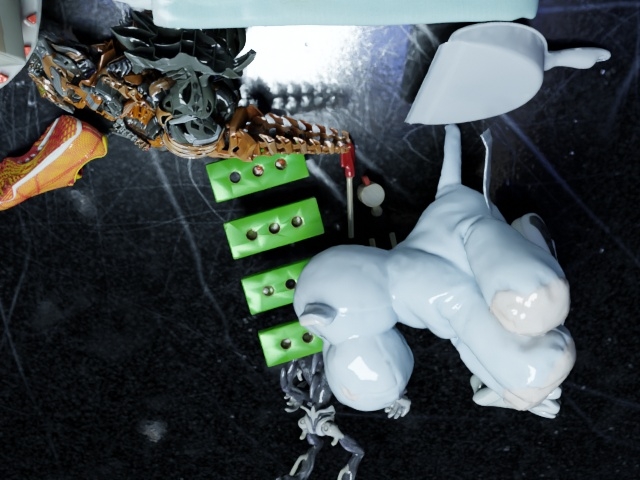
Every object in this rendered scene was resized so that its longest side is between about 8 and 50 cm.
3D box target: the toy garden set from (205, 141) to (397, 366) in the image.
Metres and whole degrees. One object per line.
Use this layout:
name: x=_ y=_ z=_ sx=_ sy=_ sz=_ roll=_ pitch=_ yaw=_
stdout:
toy garden set: x=0.000 y=0.000 z=0.872 sx=0.203 sy=0.049 sz=0.245 roll=-16 pitch=103 yaw=-4

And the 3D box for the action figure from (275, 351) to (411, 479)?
action figure: x=0.019 y=0.209 z=0.965 sx=0.164 sy=0.141 sz=0.276 roll=6 pitch=83 yaw=29

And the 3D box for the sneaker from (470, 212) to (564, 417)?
sneaker: x=0.237 y=0.103 z=0.923 sx=0.118 sy=0.110 sz=0.292 roll=-1 pitch=121 yaw=12

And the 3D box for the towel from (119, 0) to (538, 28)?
towel: x=0.017 y=-0.337 z=0.594 sx=0.374 sy=0.090 sz=0.321 roll=-4 pitch=112 yaw=-14

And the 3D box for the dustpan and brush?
dustpan and brush: x=0.202 y=-0.175 z=0.765 sx=0.211 sy=0.060 sz=0.147 roll=1 pitch=157 yaw=-8

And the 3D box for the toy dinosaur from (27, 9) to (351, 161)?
toy dinosaur: x=-0.131 y=-0.161 z=0.760 sx=0.321 sy=0.165 sz=0.218 roll=1 pitch=147 yaw=-15

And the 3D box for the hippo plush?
hippo plush: x=0.096 y=0.063 z=0.752 sx=0.236 sy=0.234 sz=0.294 roll=-18 pitch=104 yaw=-4

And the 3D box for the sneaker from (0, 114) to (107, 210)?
sneaker: x=-0.311 y=-0.074 z=0.843 sx=0.175 sy=0.064 sz=0.067 roll=-24 pitch=146 yaw=26

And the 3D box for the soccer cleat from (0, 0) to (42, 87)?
soccer cleat: x=-0.298 y=-0.234 z=0.713 sx=0.068 sy=0.076 sz=0.196 roll=17 pitch=101 yaw=-38

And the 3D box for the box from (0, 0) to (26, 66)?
box: x=-0.347 y=-0.297 z=0.602 sx=0.147 sy=0.121 sz=0.311 roll=-7 pitch=95 yaw=3
